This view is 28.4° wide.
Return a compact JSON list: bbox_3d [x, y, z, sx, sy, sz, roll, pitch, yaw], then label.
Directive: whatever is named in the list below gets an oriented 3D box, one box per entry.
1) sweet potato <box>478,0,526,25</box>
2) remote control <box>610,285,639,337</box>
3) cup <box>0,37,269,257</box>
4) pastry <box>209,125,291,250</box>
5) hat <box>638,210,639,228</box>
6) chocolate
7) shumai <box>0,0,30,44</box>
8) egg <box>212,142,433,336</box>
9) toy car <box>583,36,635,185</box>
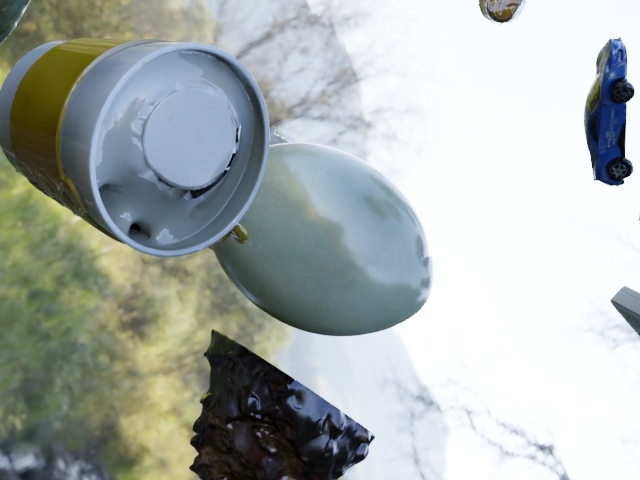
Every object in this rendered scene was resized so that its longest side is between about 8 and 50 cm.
[{"bbox_3d":[0.292,-0.391,2.041,0.244,0.077,0.077,-81,152,-72],"label":"sweet potato"},{"bbox_3d":[0.429,0.123,1.462,0.103,0.034,0.250,47,-4,-21],"label":"remote control"},{"bbox_3d":[-0.165,-0.080,1.159,0.226,0.185,0.241,20,-25,46],"label":"cup"},{"bbox_3d":[-0.101,-0.081,2.327,0.236,0.256,0.170,37,-41,-20],"label":"pastry"},{"bbox_3d":[0.520,-0.028,1.516,0.110,0.252,0.252,57,-3,-25],"label":"hat"},{"bbox_3d":[-0.074,0.236,1.444,0.224,0.177,0.206,29,-9,23],"label":"chocolate"},{"bbox_3d":[-0.462,-0.350,1.198,0.395,0.395,0.348,81,-10,-59],"label":"shumai"},{"bbox_3d":[0.000,0.000,1.302,0.253,0.186,0.186,33,-17,11],"label":"egg"},{"bbox_3d":[0.394,-0.175,1.739,0.103,0.063,0.216,-82,166,-55],"label":"toy car"}]
